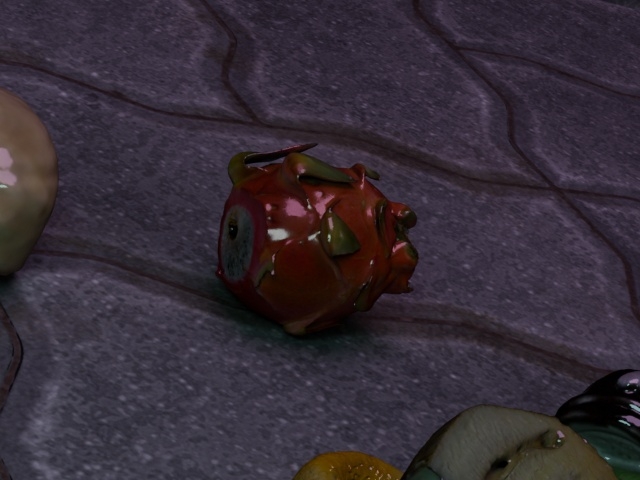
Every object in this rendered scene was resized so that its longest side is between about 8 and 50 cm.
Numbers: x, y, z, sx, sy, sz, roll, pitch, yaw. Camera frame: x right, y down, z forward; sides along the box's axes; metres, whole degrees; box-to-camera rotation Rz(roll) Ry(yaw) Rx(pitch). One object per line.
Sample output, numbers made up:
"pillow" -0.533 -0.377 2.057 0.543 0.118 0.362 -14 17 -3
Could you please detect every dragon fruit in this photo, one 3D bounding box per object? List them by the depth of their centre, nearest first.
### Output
"dragon fruit" -0.006 -0.001 2.348 0.227 0.224 0.224 -6 37 -35

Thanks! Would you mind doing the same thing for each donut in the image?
"donut" 0.038 0.269 2.005 0.181 0.078 0.146 11 30 -27

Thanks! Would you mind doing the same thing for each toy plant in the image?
"toy plant" 0.325 0.262 2.174 0.218 0.175 0.235 23 51 18

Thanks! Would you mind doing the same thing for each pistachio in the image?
"pistachio" -0.387 -0.078 2.226 0.193 0.214 0.318 -24 23 2

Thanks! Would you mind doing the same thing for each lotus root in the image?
"lotus root" 0.190 0.284 1.971 0.267 0.149 0.260 43 28 -3
